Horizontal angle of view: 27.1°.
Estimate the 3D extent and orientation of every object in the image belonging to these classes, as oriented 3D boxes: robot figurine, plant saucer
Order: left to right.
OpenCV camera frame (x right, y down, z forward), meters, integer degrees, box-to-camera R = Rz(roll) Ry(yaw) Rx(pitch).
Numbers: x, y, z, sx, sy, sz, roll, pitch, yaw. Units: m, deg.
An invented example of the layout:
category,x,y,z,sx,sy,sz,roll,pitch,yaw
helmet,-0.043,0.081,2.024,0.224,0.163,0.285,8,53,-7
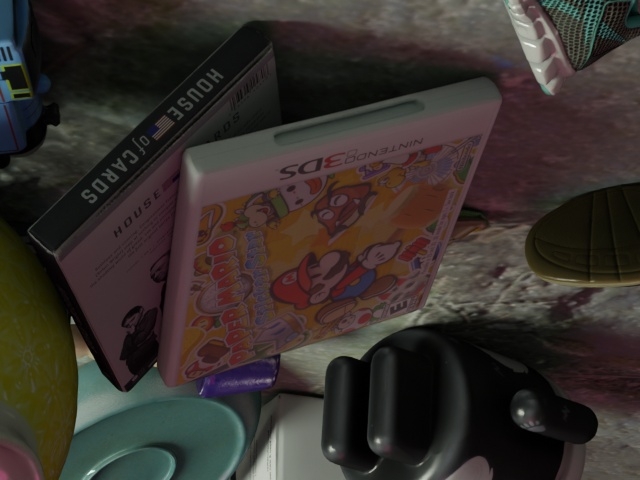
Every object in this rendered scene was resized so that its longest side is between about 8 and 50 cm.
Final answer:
category,x,y,z,sx,sy,sz,roll,pitch,yaw
plant saucer,-0.195,0.222,1.309,0.318,0.043,0.317,-21,143,-17
robot figurine,0.126,0.178,1.246,0.278,0.173,0.209,22,-169,-39

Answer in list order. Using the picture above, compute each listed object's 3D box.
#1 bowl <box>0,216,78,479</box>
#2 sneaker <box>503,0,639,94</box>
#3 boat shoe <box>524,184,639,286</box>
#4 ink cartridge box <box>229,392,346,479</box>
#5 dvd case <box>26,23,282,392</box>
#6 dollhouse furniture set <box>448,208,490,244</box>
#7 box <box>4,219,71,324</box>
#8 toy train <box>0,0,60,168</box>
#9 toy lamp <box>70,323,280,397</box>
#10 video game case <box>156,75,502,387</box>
category,x,y,z,sx,sy,sz,roll,pitch,yaw
bowl,-0.245,0.122,0.753,0.156,0.289,0.289,33,180,40
sneaker,0.127,-0.141,0.679,0.076,0.065,0.166,-23,154,11
boat shoe,0.262,0.001,0.952,0.224,0.080,0.073,-13,148,19
ink cartridge box,-0.009,0.276,1.522,0.201,0.117,0.278,10,155,-21
dvd case,-0.090,-0.010,0.845,0.030,0.179,0.238,38,162,17
dollhouse furniture set,0.046,-0.019,0.979,0.152,0.058,0.076,-2,157,-46
box,-0.263,0.059,0.971,0.158,0.156,0.093,6,122,-11
toy train,-0.208,-0.093,0.756,0.105,0.080,0.184,-4,156,-5
toy lamp,-0.172,0.092,1.167,0.275,0.080,0.080,8,155,-15
video game case,0.000,0.000,0.862,0.206,0.026,0.227,-16,147,-23
